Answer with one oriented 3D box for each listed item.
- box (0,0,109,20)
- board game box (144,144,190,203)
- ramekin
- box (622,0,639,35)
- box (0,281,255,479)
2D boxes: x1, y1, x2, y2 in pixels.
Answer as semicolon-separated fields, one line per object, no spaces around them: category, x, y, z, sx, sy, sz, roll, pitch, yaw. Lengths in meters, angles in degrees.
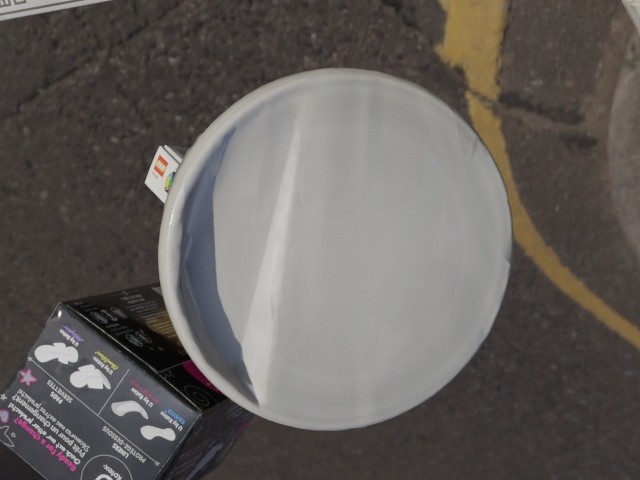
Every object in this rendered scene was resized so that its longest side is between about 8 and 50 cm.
box;-0.192;-0.319;1.038;0.290;0.087;0.169;-9;107;-2
board game box;-0.013;-0.022;1.148;0.305;0.193;0.053;2;123;-48
ramekin;0.000;0.000;0.827;0.273;0.272;0.127;26;180;-23
box;0.419;-0.268;0.921;0.324;0.063;0.067;-31;108;6
box;-0.163;0.143;1.000;0.163;0.142;0.247;36;-170;11
